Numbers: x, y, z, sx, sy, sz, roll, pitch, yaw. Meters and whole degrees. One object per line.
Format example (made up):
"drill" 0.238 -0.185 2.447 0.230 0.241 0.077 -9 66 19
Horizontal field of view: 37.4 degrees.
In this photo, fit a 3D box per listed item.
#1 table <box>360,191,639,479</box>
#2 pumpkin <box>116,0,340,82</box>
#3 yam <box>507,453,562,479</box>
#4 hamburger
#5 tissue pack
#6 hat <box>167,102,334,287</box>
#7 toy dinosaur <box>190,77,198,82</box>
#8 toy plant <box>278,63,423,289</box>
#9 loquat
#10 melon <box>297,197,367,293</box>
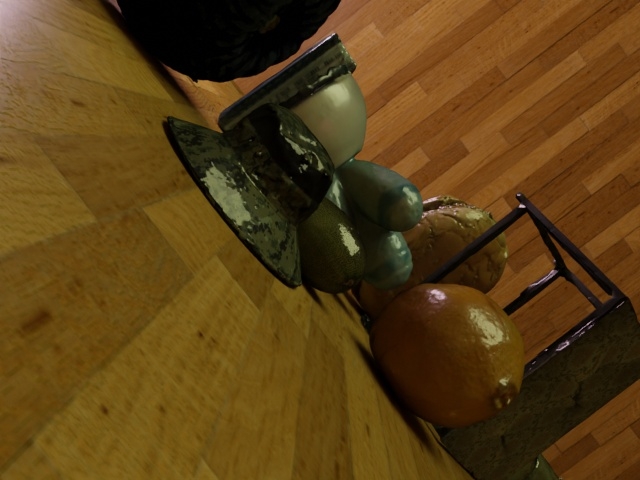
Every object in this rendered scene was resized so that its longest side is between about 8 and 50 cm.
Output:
"table" 0.292 0.159 1.492 0.222 0.335 0.272 49 5 -45
"pumpkin" -0.129 -0.409 1.426 0.266 0.363 0.363 55 4 20
"yam" 0.370 0.440 1.598 0.194 0.107 0.107 52 4 -19
"hamburger" 0.195 0.053 1.655 0.259 0.283 0.144 44 0 -38
"tissue pack" -0.060 -0.267 1.700 0.081 0.257 0.185 54 4 -11
"hat" -0.057 -0.080 1.088 0.265 0.128 0.265 49 6 -7
"toy dinosaur" -0.308 -0.459 1.715 0.147 0.076 0.363 -122 -173 -61
"toy plant" 0.034 -0.071 1.443 0.332 0.247 0.247 57 4 -3
"loquat" 0.165 0.146 1.255 0.187 0.176 0.234 -1 26 -31
"melon" 0.000 0.000 1.236 0.162 0.099 0.099 57 6 36
